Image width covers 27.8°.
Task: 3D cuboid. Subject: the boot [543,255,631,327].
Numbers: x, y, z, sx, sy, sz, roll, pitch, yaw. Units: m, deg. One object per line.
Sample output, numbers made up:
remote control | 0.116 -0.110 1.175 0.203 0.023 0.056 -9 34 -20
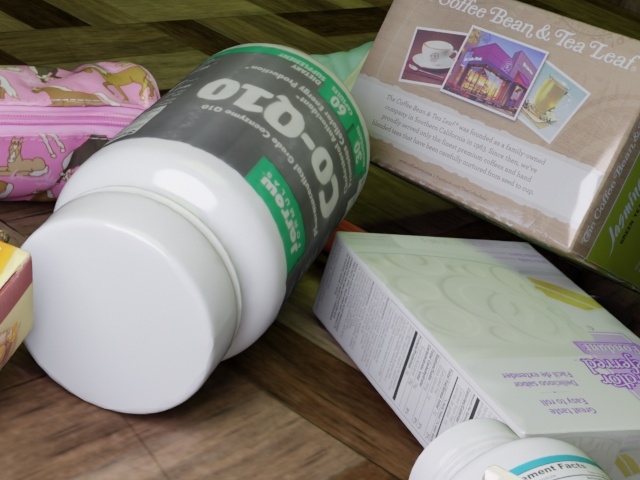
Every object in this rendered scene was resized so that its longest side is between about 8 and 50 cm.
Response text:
boot | 0.294 0.056 1.454 0.106 0.037 0.114 20 18 1

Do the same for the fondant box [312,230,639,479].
fondant box | 0.172 0.111 1.165 0.238 0.096 0.330 3 28 -30

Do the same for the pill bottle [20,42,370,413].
pill bottle | -0.101 -0.020 1.108 0.204 0.204 0.361 21 33 9

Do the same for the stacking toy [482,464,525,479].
stacking toy | 0.161 0.252 0.612 0.309 0.130 0.279 17 67 8

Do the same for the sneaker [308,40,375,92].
sneaker | 0.005 -0.209 1.720 0.150 0.135 0.366 23 23 7

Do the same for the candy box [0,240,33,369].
candy box | -0.381 0.037 0.889 0.317 0.087 0.183 22 47 9

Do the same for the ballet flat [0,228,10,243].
ballet flat | -0.331 0.035 1.048 0.206 0.073 0.067 -15 65 -47

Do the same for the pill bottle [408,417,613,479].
pill bottle | 0.158 0.227 0.831 0.146 0.146 0.264 3 26 -30

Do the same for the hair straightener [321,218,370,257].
hair straightener | 0.000 0.000 1.369 0.230 0.047 0.089 24 -14 38

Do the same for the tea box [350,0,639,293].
tea box | 0.249 -0.109 1.412 0.329 0.220 0.323 28 3 38

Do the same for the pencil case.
pencil case | -0.329 -0.100 1.216 0.386 0.160 0.167 -4 39 -41
